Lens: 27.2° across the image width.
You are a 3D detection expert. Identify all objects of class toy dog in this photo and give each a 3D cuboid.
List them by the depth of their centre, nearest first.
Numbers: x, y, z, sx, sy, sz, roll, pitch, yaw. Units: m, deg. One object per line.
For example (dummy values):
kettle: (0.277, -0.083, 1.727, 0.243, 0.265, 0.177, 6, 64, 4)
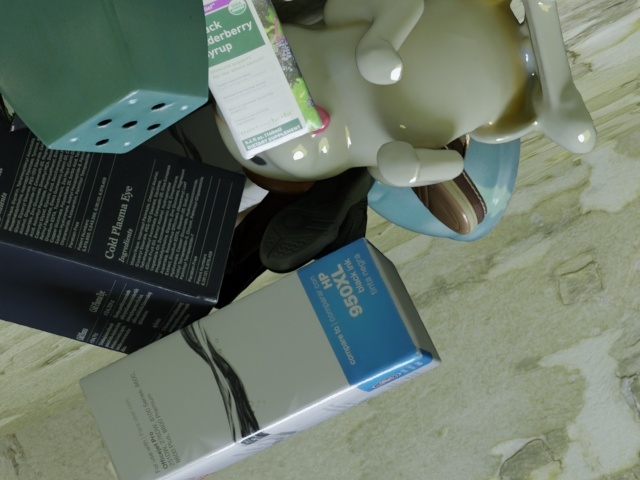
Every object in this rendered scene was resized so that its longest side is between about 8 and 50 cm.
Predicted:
toy dog: (0.064, -0.213, 1.603, 0.408, 0.284, 0.395, -21, -147, -9)

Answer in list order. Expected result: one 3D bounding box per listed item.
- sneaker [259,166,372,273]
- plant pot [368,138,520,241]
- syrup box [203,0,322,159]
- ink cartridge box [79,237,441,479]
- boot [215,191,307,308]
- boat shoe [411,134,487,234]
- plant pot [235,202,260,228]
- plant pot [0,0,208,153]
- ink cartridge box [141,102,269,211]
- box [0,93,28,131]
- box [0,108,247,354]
sneaker: (0.000, 0.000, 1.672, 0.087, 0.130, 0.227, 11, -144, 22)
plant pot: (0.140, -0.144, 1.994, 0.196, 0.293, 0.293, 0, 160, -25)
syrup box: (-0.086, -0.210, 1.355, 0.093, 0.096, 0.237, -23, 131, 3)
ink cartridge box: (-0.066, 0.167, 1.681, 0.395, 0.166, 0.285, -27, 169, 5)
boot: (-0.048, -0.021, 1.767, 0.248, 0.090, 0.207, -43, -168, 15)
boat shoe: (0.150, -0.158, 1.795, 0.123, 0.342, 0.123, -26, 143, -6)
plant pot: (-0.198, -0.033, 2.115, 0.236, 0.032, 0.236, -20, -147, 14)
plant pot: (-0.199, -0.201, 1.122, 0.166, 0.234, 0.165, -29, 167, 27)
ink cartridge box: (-0.134, -0.119, 1.932, 0.283, 0.117, 0.207, -26, 168, 15)
box: (-0.327, -0.168, 1.505, 0.062, 0.052, 0.083, -17, 169, -26)
box: (-0.295, 0.005, 1.707, 0.313, 0.179, 0.343, 16, 158, -12)
